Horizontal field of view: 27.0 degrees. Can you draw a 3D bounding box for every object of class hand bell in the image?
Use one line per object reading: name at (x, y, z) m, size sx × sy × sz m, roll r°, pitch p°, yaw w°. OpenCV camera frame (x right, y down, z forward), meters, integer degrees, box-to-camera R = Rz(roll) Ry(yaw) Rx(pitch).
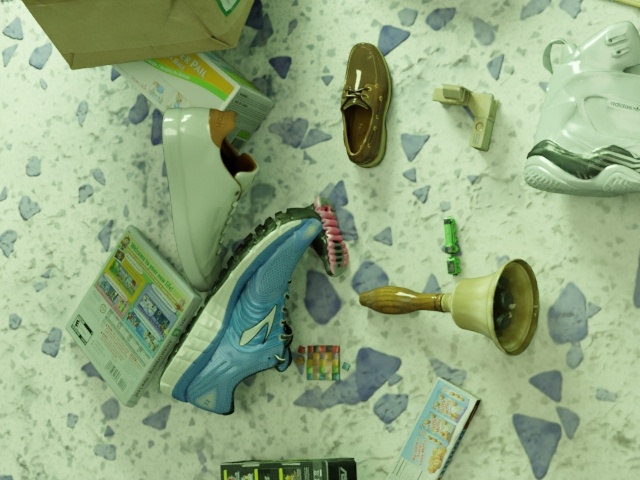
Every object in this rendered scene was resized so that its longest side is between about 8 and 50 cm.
hand bell at (0.156, 0.082, 1.775) m, size 0.242 × 0.126 × 0.126 m, roll 2°, pitch 85°, yaw 38°

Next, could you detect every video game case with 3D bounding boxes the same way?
video game case at (-0.278, 0.108, 1.955) m, size 0.193 × 0.023 × 0.212 m, roll -57°, pitch 45°, yaw 10°

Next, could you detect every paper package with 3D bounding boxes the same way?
paper package at (-0.227, -0.420, 1.868) m, size 0.309 × 0.168 × 0.325 m, roll -4°, pitch 49°, yaw 28°

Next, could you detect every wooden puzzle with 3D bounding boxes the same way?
wooden puzzle at (0.003, 0.172, 1.869) m, size 0.083 × 0.006 × 0.049 m, roll -3°, pitch 83°, yaw 24°

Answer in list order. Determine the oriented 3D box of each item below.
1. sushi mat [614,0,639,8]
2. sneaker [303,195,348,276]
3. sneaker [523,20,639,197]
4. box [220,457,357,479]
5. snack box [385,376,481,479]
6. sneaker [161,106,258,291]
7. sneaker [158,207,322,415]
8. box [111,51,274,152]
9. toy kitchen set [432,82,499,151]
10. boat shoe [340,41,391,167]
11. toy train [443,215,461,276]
sushi mat at (0.411, -0.384, 1.740) m, size 0.316 × 0.019 × 0.151 m, roll 22°, pitch 93°, yaw 25°
sneaker at (0.000, 0.000, 1.873) m, size 0.057 × 0.047 × 0.119 m, roll -24°, pitch 68°, yaw 27°
sneaker at (0.431, -0.160, 1.639) m, size 0.366 × 0.137 × 0.210 m, roll 2°, pitch 88°, yaw 28°
box at (-0.040, 0.430, 1.793) m, size 0.216 × 0.060 × 0.270 m, roll -12°, pitch 78°, yaw 45°
snack box at (0.147, 0.276, 1.784) m, size 0.064 × 0.022 × 0.178 m, roll 29°, pitch 96°, yaw 25°
sneaker at (-0.144, -0.050, 1.858) m, size 0.123 × 0.106 × 0.290 m, roll -3°, pitch 125°, yaw 2°
sneaker at (-0.086, 0.101, 1.860) m, size 0.147 × 0.130 × 0.330 m, roll 32°, pitch 101°, yaw -7°
box at (-0.187, -0.229, 1.941) m, size 0.203 × 0.114 × 0.103 m, roll 42°, pitch 101°, yaw 24°
toy kitchen set at (0.184, -0.167, 1.790) m, size 0.083 × 0.068 × 0.075 m, roll 11°, pitch 89°, yaw 25°
boat shoe at (0.060, -0.192, 1.854) m, size 0.064 × 0.060 × 0.178 m, roll -2°, pitch 83°, yaw 24°
toy train at (0.176, 0.007, 1.799) m, size 0.017 × 0.023 × 0.083 m, roll -9°, pitch 81°, yaw 23°
